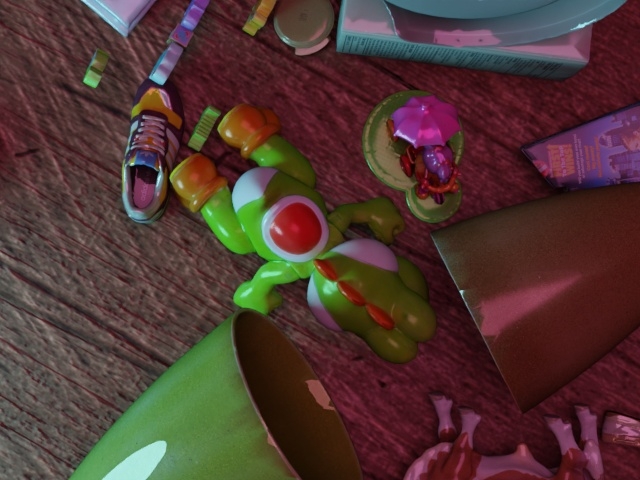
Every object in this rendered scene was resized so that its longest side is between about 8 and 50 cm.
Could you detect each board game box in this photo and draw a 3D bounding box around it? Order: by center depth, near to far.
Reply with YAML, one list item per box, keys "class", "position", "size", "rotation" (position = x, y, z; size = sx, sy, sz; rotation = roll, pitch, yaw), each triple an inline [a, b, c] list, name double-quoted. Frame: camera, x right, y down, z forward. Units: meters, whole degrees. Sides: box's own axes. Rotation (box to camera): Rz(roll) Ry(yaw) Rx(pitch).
- class: "board game box"
  position: [0.350, -0.078, 1.658]
  size: [0.194, 0.060, 0.194]
  rotation: [-7, 95, 6]

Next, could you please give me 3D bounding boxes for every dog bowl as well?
- class: "dog bowl"
  position: [0.161, -0.319, 1.395]
  size: [0.348, 0.349, 0.102]
  rotation: [3, 74, -2]

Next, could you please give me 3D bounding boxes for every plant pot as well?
- class: "plant pot"
  position: [-0.141, 0.269, 1.550]
  size: [0.293, 0.275, 0.275]
  rotation: [-32, 88, 13]
- class: "plant pot"
  position: [0.293, 0.041, 1.552]
  size: [0.254, 0.237, 0.237]
  rotation: [-26, 88, 5]

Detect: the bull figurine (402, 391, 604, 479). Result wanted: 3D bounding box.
- class: "bull figurine"
  position: [0.200, 0.288, 1.612]
  size: [0.310, 0.101, 0.189]
  rotation: [4, 99, -4]

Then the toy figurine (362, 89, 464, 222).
- class: "toy figurine"
  position: [0.127, -0.108, 1.610]
  size: [0.130, 0.159, 0.173]
  rotation: [-19, 88, -3]

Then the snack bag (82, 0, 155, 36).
- class: "snack bag"
  position: [-0.280, -0.480, 1.680]
  size: [0.342, 0.037, 0.323]
  rotation: [36, 86, 0]

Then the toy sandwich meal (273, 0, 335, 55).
- class: "toy sandwich meal"
  position: [-0.018, -0.274, 1.681]
  size: [0.085, 0.029, 0.086]
  rotation: [-1, 81, 8]

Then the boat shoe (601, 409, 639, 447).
- class: "boat shoe"
  position: [0.412, 0.250, 1.656]
  size: [0.135, 0.050, 0.045]
  rotation: [18, 90, 9]

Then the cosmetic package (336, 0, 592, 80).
- class: "cosmetic package"
  position: [0.173, -0.282, 1.626]
  size: [0.296, 0.153, 0.129]
  rotation: [8, 87, -3]

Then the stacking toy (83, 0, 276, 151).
- class: "stacking toy"
  position: [-0.169, -0.244, 1.623]
  size: [0.167, 0.052, 0.221]
  rotation: [29, 74, -15]

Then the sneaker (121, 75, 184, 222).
- class: "sneaker"
  position: [-0.205, -0.114, 1.636]
  size: [0.069, 0.084, 0.186]
  rotation: [3, 87, -2]

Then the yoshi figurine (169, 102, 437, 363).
- class: "yoshi figurine"
  position: [-0.001, 0.011, 1.620]
  size: [0.362, 0.204, 0.203]
  rotation: [44, 46, 15]
